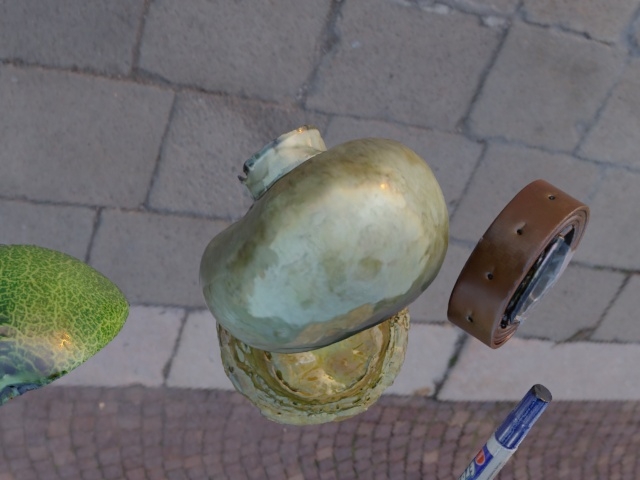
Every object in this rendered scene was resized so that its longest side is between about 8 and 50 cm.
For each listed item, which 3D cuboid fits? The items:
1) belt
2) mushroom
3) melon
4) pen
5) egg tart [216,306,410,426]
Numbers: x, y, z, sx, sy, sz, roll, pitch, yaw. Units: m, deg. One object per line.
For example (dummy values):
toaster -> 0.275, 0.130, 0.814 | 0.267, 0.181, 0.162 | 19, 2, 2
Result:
belt -> 0.303, 0.036, 1.352 | 0.184, 0.105, 0.261 | 9, 112, -58
mushroom -> 0.000, 0.000, 1.130 | 0.352, 0.260, 0.352 | -30, 172, -5
melon -> -0.316, 0.083, 0.817 | 0.265, 0.169, 0.129 | -26, 104, -13
pen -> 0.138, 0.194, 0.748 | 0.025, 0.025, 0.204 | 5, 130, -26
egg tart -> -0.006, 0.150, 1.407 | 0.341, 0.129, 0.341 | -1, 100, -7
